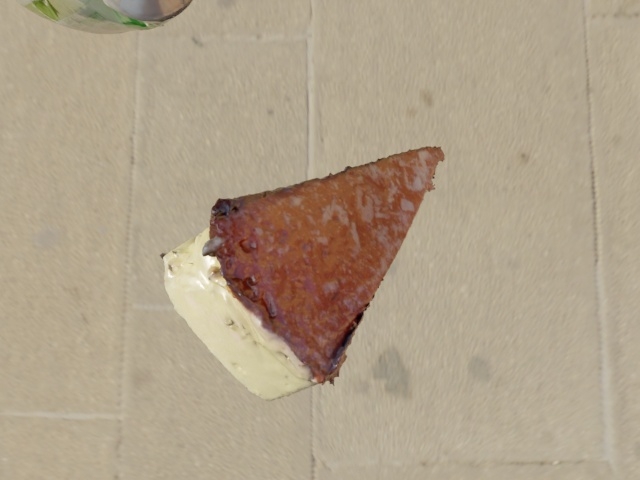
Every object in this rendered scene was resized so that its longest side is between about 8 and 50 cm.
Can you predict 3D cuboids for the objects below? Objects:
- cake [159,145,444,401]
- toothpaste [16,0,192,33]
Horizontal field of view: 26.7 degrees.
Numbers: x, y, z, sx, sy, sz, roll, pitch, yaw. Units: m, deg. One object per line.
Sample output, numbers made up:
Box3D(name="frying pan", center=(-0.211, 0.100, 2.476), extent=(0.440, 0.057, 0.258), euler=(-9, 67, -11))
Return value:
Box3D(name="cake", center=(-0.014, -0.012, 0.835), extent=(0.117, 0.086, 0.220), euler=(44, 46, -17))
Box3D(name="toothpaste", center=(-0.106, -0.125, 0.662), extent=(0.078, 0.248, 0.047), euler=(12, 90, -20))
